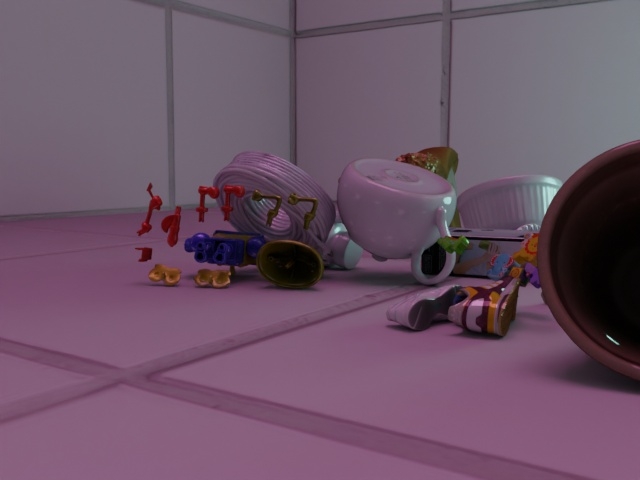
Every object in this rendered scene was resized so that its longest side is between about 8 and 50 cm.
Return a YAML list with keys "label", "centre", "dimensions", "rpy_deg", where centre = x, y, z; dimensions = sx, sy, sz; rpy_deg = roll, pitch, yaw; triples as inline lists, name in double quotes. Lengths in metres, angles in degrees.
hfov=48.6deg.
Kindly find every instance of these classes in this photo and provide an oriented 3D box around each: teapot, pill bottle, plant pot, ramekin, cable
- label: "teapot"
  centre: [0.144, -0.042, 1.410]
  dimensions: [0.252, 0.187, 0.256]
  rpy_deg: [14, 21, 3]
- label: "pill bottle"
  centre: [0.000, 0.000, 1.579]
  dimensions: [0.180, 0.108, 0.108]
  rpy_deg: [18, 15, 31]
- label: "plant pot"
  centre: [0.394, 0.039, 0.814]
  dimensions: [0.263, 0.263, 0.229]
  rpy_deg: [3, -11, 22]
- label: "ramekin"
  centre: [0.486, -0.062, 1.797]
  dimensions: [0.272, 0.127, 0.273]
  rpy_deg: [-4, -16, -1]
- label: "cable"
  centre: [-0.093, -0.072, 1.441]
  dimensions: [0.257, 0.257, 0.089]
  rpy_deg: [11, 53, 33]

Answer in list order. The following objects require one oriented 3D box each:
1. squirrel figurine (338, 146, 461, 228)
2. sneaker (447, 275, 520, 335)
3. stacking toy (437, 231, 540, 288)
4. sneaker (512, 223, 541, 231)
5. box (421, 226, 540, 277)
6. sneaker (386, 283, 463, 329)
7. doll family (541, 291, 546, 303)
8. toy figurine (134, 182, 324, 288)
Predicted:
- label: "squirrel figurine"
  centre: [0.212, -0.145, 2.165]
  dimensions: [0.370, 0.281, 0.397]
  rpy_deg: [-5, -7, 23]
- label: "sneaker"
  centre: [0.235, 0.085, 1.013]
  dimensions: [0.083, 0.070, 0.185]
  rpy_deg: [8, 8, 21]
- label: "stacking toy"
  centre: [0.308, 0.043, 1.094]
  dimensions: [0.167, 0.052, 0.221]
  rpy_deg: [37, -14, -28]
- label: "sneaker"
  centre: [0.489, 0.012, 1.649]
  dimensions: [0.104, 0.095, 0.236]
  rpy_deg: [-3, -3, 45]
- label: "box"
  centre: [0.373, 0.026, 1.483]
  dimensions: [0.289, 0.087, 0.169]
  rpy_deg: [4, 7, 28]
- label: "sneaker"
  centre: [0.157, 0.092, 1.028]
  dimensions: [0.152, 0.054, 0.061]
  rpy_deg: [-6, 6, -43]
- label: "doll family"
  centre: [0.448, 0.072, 1.131]
  dimensions: [0.111, 0.076, 0.193]
  rpy_deg: [-10, 8, -34]
- label: "toy figurine"
  centre: [-0.152, -0.009, 1.400]
  dimensions: [0.362, 0.191, 0.217]
  rpy_deg: [2, 2, 11]
